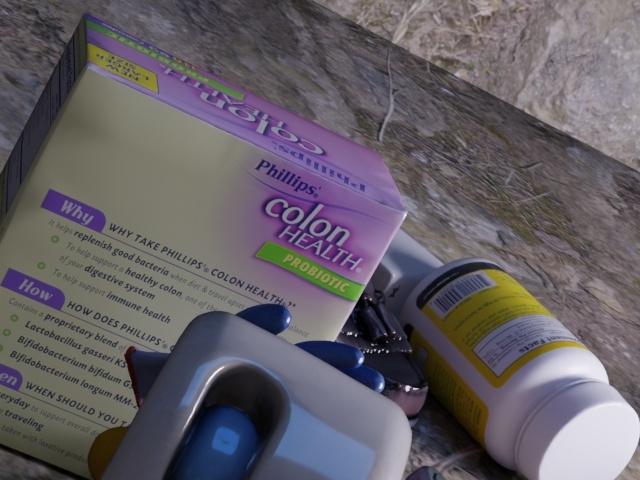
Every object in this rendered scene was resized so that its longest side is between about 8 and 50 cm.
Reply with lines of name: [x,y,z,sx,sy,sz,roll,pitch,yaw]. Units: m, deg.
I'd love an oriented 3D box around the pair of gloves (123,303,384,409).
pair of gloves: [-0.029,0.117,1.120,0.159,0.198,0.023,1,35,21]

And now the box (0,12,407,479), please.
box: [-0.103,0.022,1.192,0.214,0.243,0.117,24,17,-16]

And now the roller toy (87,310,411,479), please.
roller toy: [-0.054,0.140,1.009,0.146,0.191,0.209,29,16,-1]

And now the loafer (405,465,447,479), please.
loafer: [0.071,0.241,1.161,0.096,0.084,0.267,52,11,-24]

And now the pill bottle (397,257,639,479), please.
pill bottle: [0.161,0.115,1.587,0.119,0.119,0.208,15,22,-41]

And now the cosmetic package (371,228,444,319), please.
cosmetic package: [0.000,0.000,1.723,0.231,0.085,0.117,42,20,31]

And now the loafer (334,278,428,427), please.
loafer: [-0.010,0.034,1.576,0.109,0.095,0.302,12,24,-46]
